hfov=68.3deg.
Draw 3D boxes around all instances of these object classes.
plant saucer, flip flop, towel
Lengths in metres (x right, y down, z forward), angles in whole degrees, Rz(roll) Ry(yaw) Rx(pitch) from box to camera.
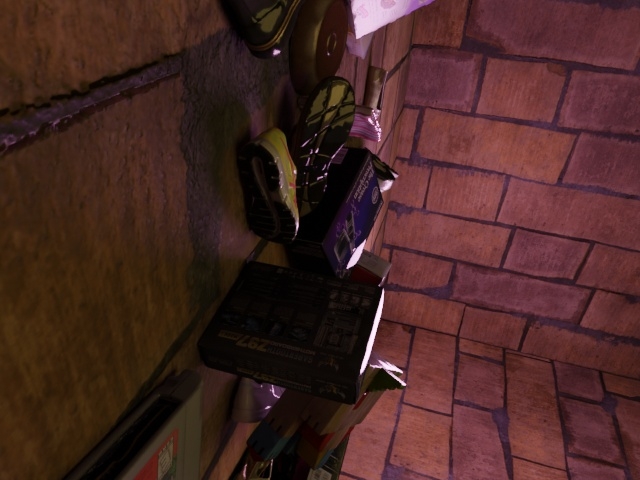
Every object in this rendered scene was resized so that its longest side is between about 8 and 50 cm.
[{"bbox_3d":[0.006,-0.356,0.843,0.199,0.036,0.199,-56,158,-37],"label":"plant saucer"},{"bbox_3d":[-0.021,-0.167,0.862,0.112,0.080,0.277,-11,134,-36],"label":"flip flop"},{"bbox_3d":[0.046,-0.237,0.944,0.197,0.144,0.029,10,91,-77],"label":"towel"}]

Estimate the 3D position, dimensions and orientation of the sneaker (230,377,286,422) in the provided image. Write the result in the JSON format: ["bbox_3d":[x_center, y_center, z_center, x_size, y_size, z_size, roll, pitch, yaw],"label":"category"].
[{"bbox_3d":[-0.108,0.289,0.929,0.212,0.080,0.094,33,57,-76],"label":"sneaker"}]

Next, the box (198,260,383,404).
[{"bbox_3d":[-0.036,0.128,0.708,0.183,0.232,0.059,-65,159,-48],"label":"box"}]

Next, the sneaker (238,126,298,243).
[{"bbox_3d":[-0.066,-0.082,0.738,0.209,0.081,0.094,89,16,-45],"label":"sneaker"}]

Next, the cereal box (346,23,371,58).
[{"bbox_3d":[0.105,-0.521,1.058,0.240,0.047,0.173,-55,166,-79],"label":"cereal box"}]

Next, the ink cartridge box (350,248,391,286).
[{"bbox_3d":[0.044,0.184,1.190,0.310,0.130,0.272,-64,171,12],"label":"ink cartridge box"}]

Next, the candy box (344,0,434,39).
[{"bbox_3d":[0.132,-0.477,0.853,0.165,0.196,0.070,41,26,-78],"label":"candy box"}]

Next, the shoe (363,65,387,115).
[{"bbox_3d":[0.173,-0.448,1.529,0.076,0.058,0.219,-56,154,-61],"label":"shoe"}]

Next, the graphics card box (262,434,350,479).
[{"bbox_3d":[-0.037,0.534,1.169,0.232,0.094,0.371,-39,-159,44],"label":"graphics card box"}]

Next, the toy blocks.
[{"bbox_3d":[0.016,0.326,0.927,0.261,0.190,0.381,-53,155,-2],"label":"toy blocks"}]

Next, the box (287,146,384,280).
[{"bbox_3d":[0.038,-0.050,1.039,0.261,0.103,0.184,-63,152,-27],"label":"box"}]

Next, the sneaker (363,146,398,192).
[{"bbox_3d":[0.143,-0.194,1.570,0.182,0.158,0.410,-49,178,17],"label":"sneaker"}]

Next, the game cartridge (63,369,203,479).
[{"bbox_3d":[-0.212,0.299,0.502,0.294,0.060,0.196,-49,152,-66],"label":"game cartridge"}]

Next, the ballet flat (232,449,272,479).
[{"bbox_3d":[-0.141,0.490,0.960,0.206,0.067,0.073,-58,157,-57],"label":"ballet flat"}]

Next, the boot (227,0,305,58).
[{"bbox_3d":[-0.059,-0.341,0.558,0.137,0.076,0.198,43,59,-70],"label":"boot"}]
